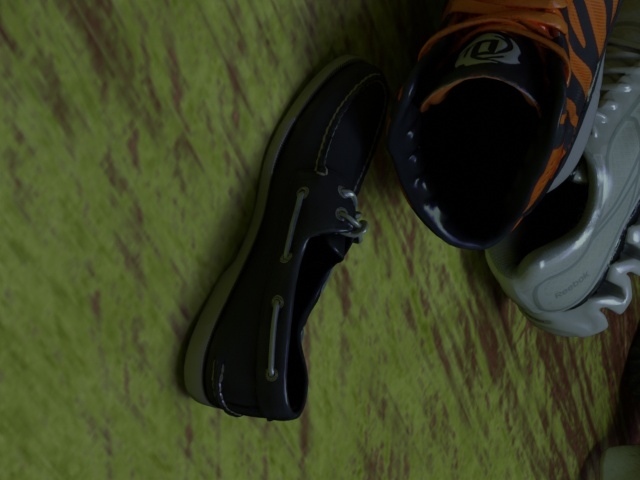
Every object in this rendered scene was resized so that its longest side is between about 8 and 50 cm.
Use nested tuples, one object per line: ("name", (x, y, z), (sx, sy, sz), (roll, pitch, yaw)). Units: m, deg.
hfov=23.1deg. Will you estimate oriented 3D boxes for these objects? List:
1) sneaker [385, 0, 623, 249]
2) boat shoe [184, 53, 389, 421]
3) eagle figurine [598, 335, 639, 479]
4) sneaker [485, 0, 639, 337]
("sneaker", (0.117, -0.140, 0.842), (0.180, 0.124, 0.321), (-52, 149, -64))
("boat shoe", (0.000, 0.000, 0.825), (0.075, 0.065, 0.206), (42, 69, -55))
("eagle figurine", (0.386, 0.141, 1.413), (0.225, 0.226, 0.298), (-92, -156, -65))
("sneaker", (0.200, -0.080, 1.084), (0.118, 0.110, 0.292), (28, 81, -51))
